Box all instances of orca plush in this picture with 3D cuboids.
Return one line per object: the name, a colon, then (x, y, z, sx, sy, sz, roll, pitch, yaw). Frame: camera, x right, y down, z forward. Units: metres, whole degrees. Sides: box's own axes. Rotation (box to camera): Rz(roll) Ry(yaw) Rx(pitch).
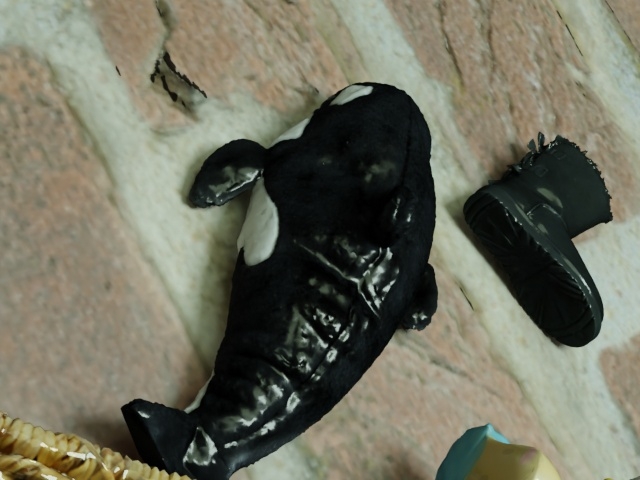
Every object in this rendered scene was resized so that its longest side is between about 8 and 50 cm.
orca plush: (0.000, 0.000, 0.667, 0.151, 0.102, 0.287, 46, 49, 0)

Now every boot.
boot: (0.150, -0.004, 0.806, 0.099, 0.045, 0.121, -31, 81, -44)

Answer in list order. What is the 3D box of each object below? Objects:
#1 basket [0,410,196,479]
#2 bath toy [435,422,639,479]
basket: (-0.100, 0.134, 0.437, 0.299, 0.213, 0.223, 25, 58, -17)
bath toy: (0.213, 0.214, 0.661, 0.348, 0.151, 0.129, 29, 15, -15)
